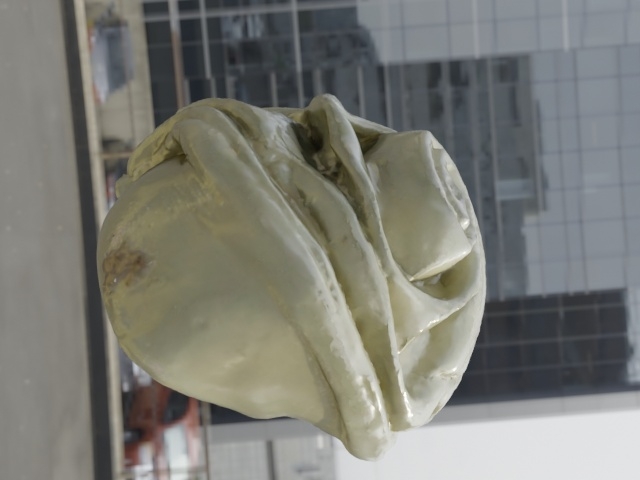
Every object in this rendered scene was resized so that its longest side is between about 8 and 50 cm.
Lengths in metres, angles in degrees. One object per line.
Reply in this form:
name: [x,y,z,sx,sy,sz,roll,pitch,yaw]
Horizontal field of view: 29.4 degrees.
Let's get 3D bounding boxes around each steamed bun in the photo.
steamed bun: [-0.001,-0.006,1.009,0.219,0.324,0.309,-51,-158,27]
